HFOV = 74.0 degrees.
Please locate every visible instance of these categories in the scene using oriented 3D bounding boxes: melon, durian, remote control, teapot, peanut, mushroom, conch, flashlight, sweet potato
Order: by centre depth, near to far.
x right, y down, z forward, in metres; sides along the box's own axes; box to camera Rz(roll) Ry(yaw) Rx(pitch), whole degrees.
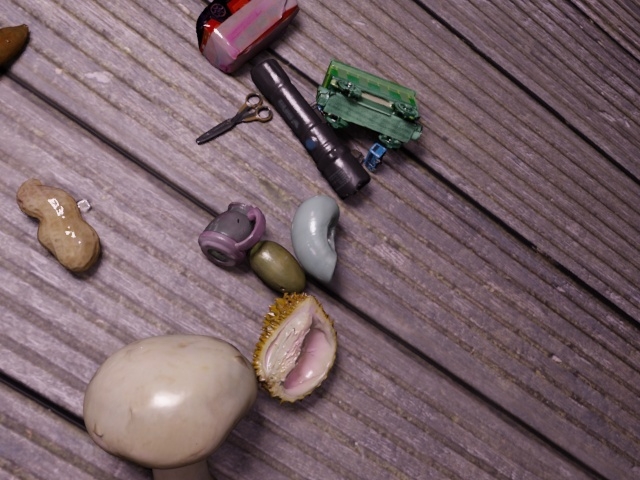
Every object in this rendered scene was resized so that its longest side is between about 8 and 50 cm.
[{"bbox_3d":[-0.277,0.355,0.823,0.315,0.314,0.335,-5,101,-18],"label":"mushroom"},{"bbox_3d":[-0.554,-0.037,0.901,0.104,0.085,0.227,-33,87,-10],"label":"peanut"},{"bbox_3d":[-0.738,-0.344,0.915,0.109,0.079,0.345,14,77,-27],"label":"sweet potato"},{"bbox_3d":[-0.066,0.241,0.970,0.183,0.138,0.249,24,80,-43],"label":"durian"},{"bbox_3d":[-0.200,-0.027,0.982,0.116,0.148,0.145,31,58,-13],"label":"teapot"},{"bbox_3d":[-0.100,0.068,1.011,0.162,0.099,0.099,43,70,-10],"label":"melon"},{"bbox_3d":[-0.005,-0.001,1.034,0.121,0.185,0.220,-10,63,23],"label":"conch"},{"bbox_3d":[-0.029,-0.295,1.110,0.103,0.103,0.424,-38,90,-21],"label":"flashlight"},{"bbox_3d":[0.038,-0.293,1.170,0.059,0.028,0.212,-42,92,-22],"label":"remote control"}]

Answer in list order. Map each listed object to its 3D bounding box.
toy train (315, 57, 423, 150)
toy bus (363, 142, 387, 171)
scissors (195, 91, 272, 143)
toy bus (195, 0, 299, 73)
[{"bbox_3d":[0.128,-0.360,1.134,0.301,0.120,0.202,15,40,-14],"label":"toy train"},{"bbox_3d":[0.148,-0.226,1.163,0.046,0.083,0.038,39,70,6],"label":"toy bus"},{"bbox_3d":[-0.228,-0.307,1.098,0.220,0.017,0.088,-36,91,-20],"label":"scissors"},{"bbox_3d":[-0.187,-0.579,1.113,0.147,0.127,0.302,45,68,-9],"label":"toy bus"}]
